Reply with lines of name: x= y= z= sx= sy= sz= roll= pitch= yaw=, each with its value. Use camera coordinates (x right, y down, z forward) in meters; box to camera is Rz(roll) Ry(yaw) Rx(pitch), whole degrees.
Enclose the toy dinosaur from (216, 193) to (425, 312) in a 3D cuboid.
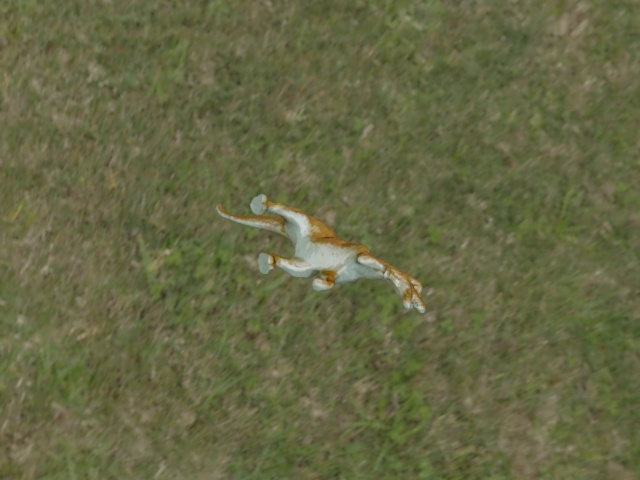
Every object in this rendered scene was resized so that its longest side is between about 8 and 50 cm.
toy dinosaur: x=0.001 y=0.000 z=1.150 sx=0.142 sy=0.057 sz=0.212 roll=10 pitch=22 yaw=-31
